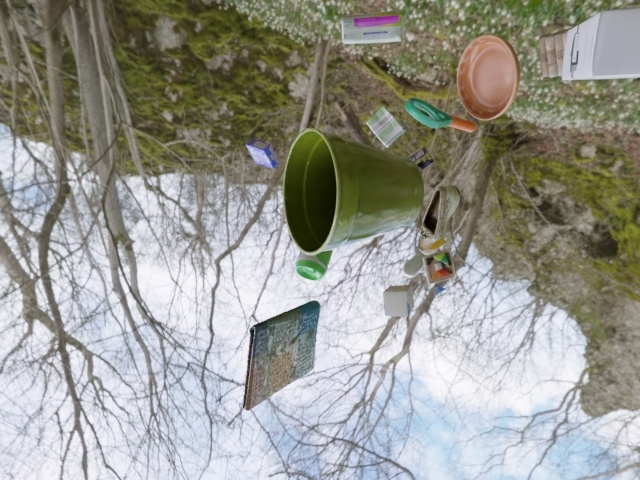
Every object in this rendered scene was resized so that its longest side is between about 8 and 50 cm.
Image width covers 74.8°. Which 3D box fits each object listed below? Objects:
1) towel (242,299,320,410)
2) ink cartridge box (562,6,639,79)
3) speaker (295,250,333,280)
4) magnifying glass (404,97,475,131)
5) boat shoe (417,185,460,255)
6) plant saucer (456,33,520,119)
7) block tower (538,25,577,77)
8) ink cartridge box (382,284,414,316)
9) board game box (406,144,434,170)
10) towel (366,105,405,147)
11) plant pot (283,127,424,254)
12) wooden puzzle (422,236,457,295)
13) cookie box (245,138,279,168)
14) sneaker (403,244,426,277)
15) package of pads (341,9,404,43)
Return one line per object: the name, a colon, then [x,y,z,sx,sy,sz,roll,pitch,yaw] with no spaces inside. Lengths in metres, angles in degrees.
towel: [-0.116,0.350,1.346,0.040,0.272,0.370,11,-171,29]
ink cartridge box: [0.496,-0.308,0.665,0.160,0.093,0.219,4,-160,19]
speaker: [0.000,0.000,1.594,0.131,0.131,0.297,19,-119,0]
magnifying glass: [0.292,-0.293,1.001,0.231,0.026,0.092,3,-134,-37]
boat shoe: [0.413,-0.073,1.542,0.089,0.285,0.104,-1,-149,-29]
plant saucer: [0.419,-0.404,1.040,0.037,0.200,0.200,-17,-122,-20]
block tower: [0.655,-0.433,0.887,0.335,0.097,0.091,-3,-153,36]
ink cartridge box: [0.294,0.220,1.559,0.089,0.092,0.143,-5,-177,21]
board game box: [0.410,-0.338,1.860,0.048,0.170,0.141,48,-157,-18]
towel: [0.286,-0.500,1.839,0.152,0.113,0.023,51,-163,7]
plant pot: [0.116,-0.148,1.301,0.352,0.366,0.367,-3,-127,-27]
wooden puzzle: [0.263,0.057,0.933,0.014,0.078,0.116,16,-128,-46]
cookie box: [-0.214,-0.322,1.554,0.107,0.092,0.040,26,-115,37]
sneaker: [0.415,0.108,1.764,0.080,0.094,0.212,0,-149,35]
package of pads: [0.205,-0.823,1.614,0.229,0.101,0.296,0,-151,7]
